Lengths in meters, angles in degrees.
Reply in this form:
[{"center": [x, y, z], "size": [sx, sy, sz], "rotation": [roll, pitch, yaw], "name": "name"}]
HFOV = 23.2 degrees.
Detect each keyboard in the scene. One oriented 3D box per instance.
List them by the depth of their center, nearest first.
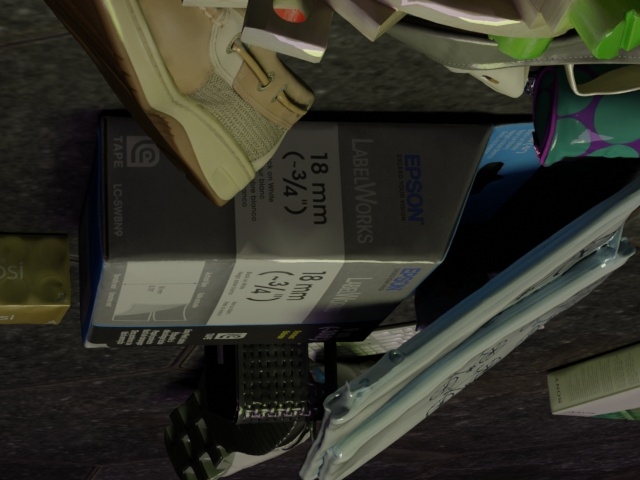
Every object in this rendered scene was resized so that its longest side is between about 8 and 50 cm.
[{"center": [0.102, 0.099, 1.631], "size": [0.256, 0.014, 0.072], "rotation": [-10, 162, 19], "name": "keyboard"}]

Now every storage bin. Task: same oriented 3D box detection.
[{"center": [-0.046, 0.089, 1.318], "size": [0.084, 0.122, 0.180], "rotation": [-1, 178, -13], "name": "storage bin"}]

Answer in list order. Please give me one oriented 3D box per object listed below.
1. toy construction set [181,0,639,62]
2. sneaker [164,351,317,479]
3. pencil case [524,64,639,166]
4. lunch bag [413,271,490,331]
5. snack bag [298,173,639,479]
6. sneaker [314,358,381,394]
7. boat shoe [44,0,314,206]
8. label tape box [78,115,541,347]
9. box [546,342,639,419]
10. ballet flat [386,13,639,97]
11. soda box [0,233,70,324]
[{"center": [0.072, -0.145, 0.548], "size": [0.215, 0.151, 0.327], "rotation": [-18, 171, -25], "name": "toy construction set"}, {"center": [-0.056, 0.177, 1.718], "size": [0.146, 0.122, 0.330], "rotation": [-16, 169, -28], "name": "sneaker"}, {"center": [0.207, -0.080, 0.979], "size": [0.151, 0.064, 0.070], "rotation": [-1, 147, -9], "name": "pencil case"}, {"center": [0.123, 0.057, 1.433], "size": [0.071, 0.053, 0.083], "rotation": [-2, 173, 1], "name": "lunch bag"}, {"center": [0.127, 0.082, 1.259], "size": [0.323, 0.037, 0.342], "rotation": [-34, 168, -13], "name": "snack bag"}, {"center": [0.050, 0.165, 1.705], "size": [0.092, 0.087, 0.229], "rotation": [-20, 176, 2], "name": "sneaker"}, {"center": [-0.069, -0.115, 0.763], "size": [0.098, 0.109, 0.302], "rotation": [-41, 157, -5], "name": "boat shoe"}, {"center": [0.000, 0.000, 1.121], "size": [0.333, 0.106, 0.240], "rotation": [-1, 163, -12], "name": "label tape box"}, {"center": [0.457, 0.153, 1.826], "size": [0.232, 0.059, 0.322], "rotation": [7, 161, -33], "name": "box"}, {"center": [0.124, -0.107, 0.836], "size": [0.213, 0.072, 0.068], "rotation": [-4, 125, -9], "name": "ballet flat"}, {"center": [-0.290, 0.031, 1.222], "size": [0.181, 0.061, 0.058], "rotation": [1, 162, -18], "name": "soda box"}]
